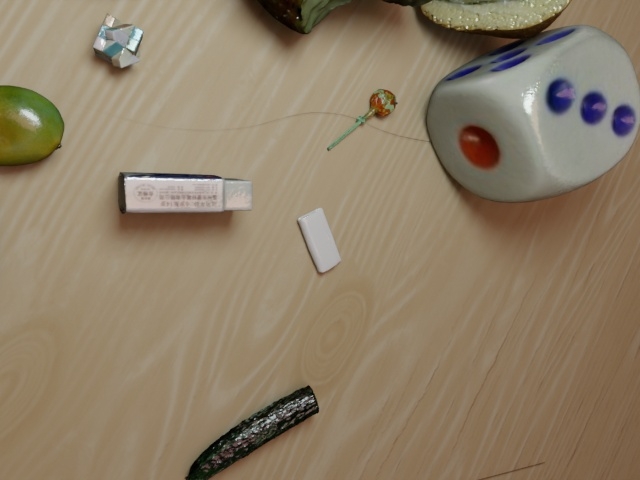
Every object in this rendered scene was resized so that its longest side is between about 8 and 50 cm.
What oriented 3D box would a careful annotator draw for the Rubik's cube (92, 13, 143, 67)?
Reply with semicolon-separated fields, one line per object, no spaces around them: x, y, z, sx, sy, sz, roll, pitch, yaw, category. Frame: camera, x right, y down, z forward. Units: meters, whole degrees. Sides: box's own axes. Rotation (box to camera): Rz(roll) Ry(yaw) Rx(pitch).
-0.327;-0.322;0.900;0.073;0.084;0.075;23;102;-21;Rubik's cube

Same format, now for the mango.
-0.497;-0.177;0.838;0.191;0.085;0.122;1;107;-14;mango

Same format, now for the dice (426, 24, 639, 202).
0.432;-0.261;1.135;0.304;0.304;0.277;-34;108;-18;dice

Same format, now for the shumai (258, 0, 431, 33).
0.006;-0.534;0.925;0.323;0.324;0.397;-32;115;0;shumai

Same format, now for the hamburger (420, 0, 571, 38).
0.380;-0.496;1.109;0.209;0.330;0.162;-10;112;-47;hamburger

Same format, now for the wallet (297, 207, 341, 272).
0.000;0.000;1.118;0.061;0.025;0.122;-29;107;-27;wallet

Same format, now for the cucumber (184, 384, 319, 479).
-0.136;0.382;1.074;0.293;0.067;0.068;-27;106;-18;cucumber

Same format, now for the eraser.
-0.234;-0.082;0.943;0.210;0.124;0.068;-2;97;-24;eraser

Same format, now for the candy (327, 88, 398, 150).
0.083;-0.246;1.127;0.184;0.049;0.055;-41;81;-9;candy
